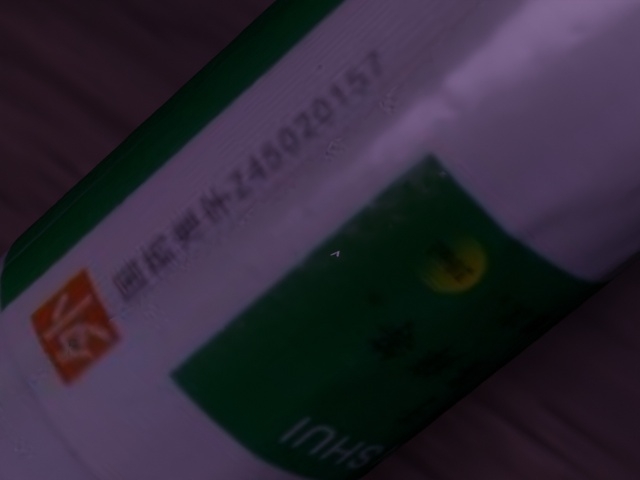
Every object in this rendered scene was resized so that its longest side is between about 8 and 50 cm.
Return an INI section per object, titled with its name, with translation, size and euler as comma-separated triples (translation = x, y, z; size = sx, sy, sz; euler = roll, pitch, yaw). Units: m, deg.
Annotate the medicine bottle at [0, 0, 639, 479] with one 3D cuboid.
[medicine bottle]
translation = 0.000, 0.000, 0.421
size = 0.260, 0.095, 0.095
euler = -39, 79, 22
